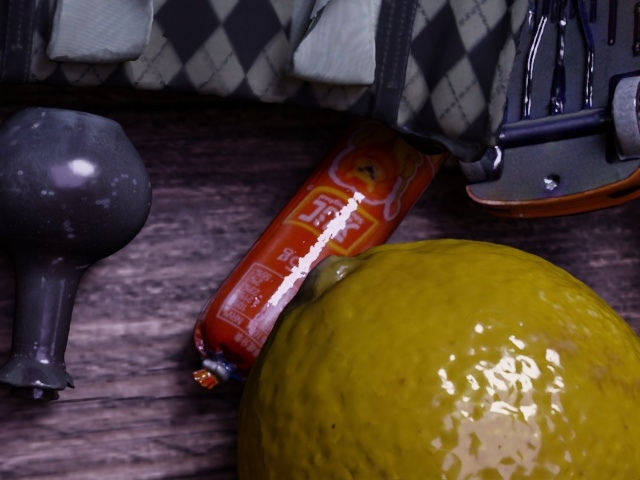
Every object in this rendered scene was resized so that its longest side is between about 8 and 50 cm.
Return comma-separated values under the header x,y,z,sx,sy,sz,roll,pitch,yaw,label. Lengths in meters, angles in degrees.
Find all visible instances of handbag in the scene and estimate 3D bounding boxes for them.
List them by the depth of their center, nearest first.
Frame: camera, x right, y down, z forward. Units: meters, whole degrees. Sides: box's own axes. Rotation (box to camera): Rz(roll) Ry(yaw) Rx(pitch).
x,y,z,sx,sy,sz,roll,pitch,yaw,label
-0.059,-0.216,1.004,0.416,0.180,0.316,4,102,-11,handbag

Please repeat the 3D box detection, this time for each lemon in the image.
x,y,z,sx,sy,sz,roll,pitch,yaw,label
0.086,0.135,0.981,0.293,0.293,0.293,6,71,-17,lemon

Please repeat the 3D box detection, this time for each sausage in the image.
x,y,z,sx,sy,sz,roll,pitch,yaw,label
0.000,0.000,1.101,0.074,0.074,0.274,40,66,-3,sausage

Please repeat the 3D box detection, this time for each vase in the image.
x,y,z,sx,sy,sz,roll,pitch,yaw,label
-0.171,0.011,1.024,0.120,0.120,0.182,7,84,-16,vase

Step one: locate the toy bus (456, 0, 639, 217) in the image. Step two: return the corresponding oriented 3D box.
x,y,z,sx,sy,sz,roll,pitch,yaw,label
0.197,-0.160,1.170,0.153,0.143,0.329,35,54,-49,toy bus
